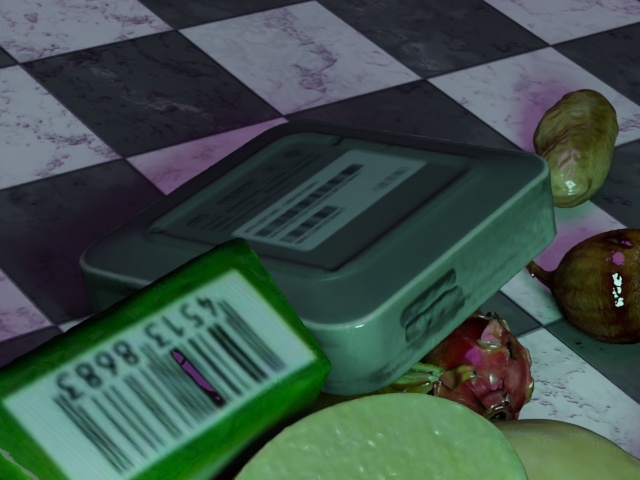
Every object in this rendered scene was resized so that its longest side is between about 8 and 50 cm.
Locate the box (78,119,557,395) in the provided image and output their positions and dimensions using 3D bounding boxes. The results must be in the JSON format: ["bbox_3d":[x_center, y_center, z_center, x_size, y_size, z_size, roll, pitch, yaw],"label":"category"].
[{"bbox_3d":[-0.001,-0.001,1.933,0.396,0.111,0.396,12,33,36],"label":"box"}]

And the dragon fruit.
[{"bbox_3d":[0.156,0.143,1.885,0.133,0.136,0.166,-29,28,5],"label":"dragon fruit"}]

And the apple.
[{"bbox_3d":[0.049,0.319,1.441,0.360,0.312,0.320,-23,35,-31],"label":"apple"}]

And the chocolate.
[{"bbox_3d":[-0.175,0.213,1.505,0.161,0.341,0.360,38,41,20],"label":"chocolate"}]

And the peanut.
[{"bbox_3d":[0.325,-0.117,2.343,0.108,0.095,0.226,2,35,15],"label":"peanut"}]

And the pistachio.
[{"bbox_3d":[0.174,0.254,1.694,0.293,0.162,0.182,1,51,-26],"label":"pistachio"}]

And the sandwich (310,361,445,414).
[{"bbox_3d":[0.003,0.162,1.838,0.244,0.088,0.090,2,24,14],"label":"sandwich"}]

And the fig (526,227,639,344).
[{"bbox_3d":[0.299,0.046,2.093,0.201,0.134,0.146,7,-2,32],"label":"fig"}]
